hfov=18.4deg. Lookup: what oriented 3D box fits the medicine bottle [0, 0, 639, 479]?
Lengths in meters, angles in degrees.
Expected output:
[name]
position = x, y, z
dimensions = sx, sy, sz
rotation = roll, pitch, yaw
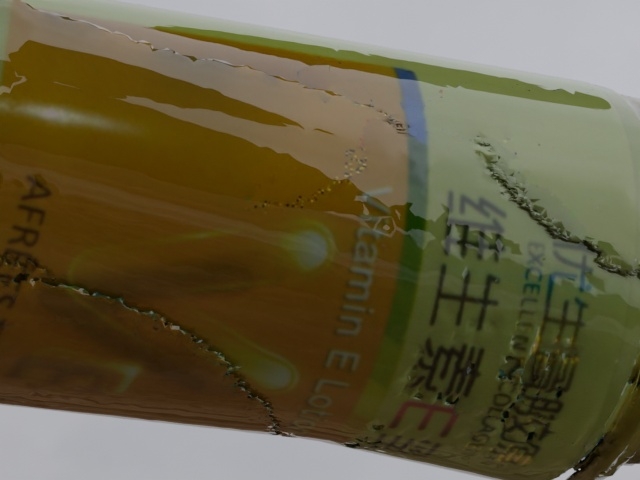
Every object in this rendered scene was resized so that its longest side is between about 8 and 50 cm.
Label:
[medicine bottle]
position = 0.000, 0.000, 0.559
dimensions = 0.238, 0.124, 0.124
rotation = 10, -17, -15
